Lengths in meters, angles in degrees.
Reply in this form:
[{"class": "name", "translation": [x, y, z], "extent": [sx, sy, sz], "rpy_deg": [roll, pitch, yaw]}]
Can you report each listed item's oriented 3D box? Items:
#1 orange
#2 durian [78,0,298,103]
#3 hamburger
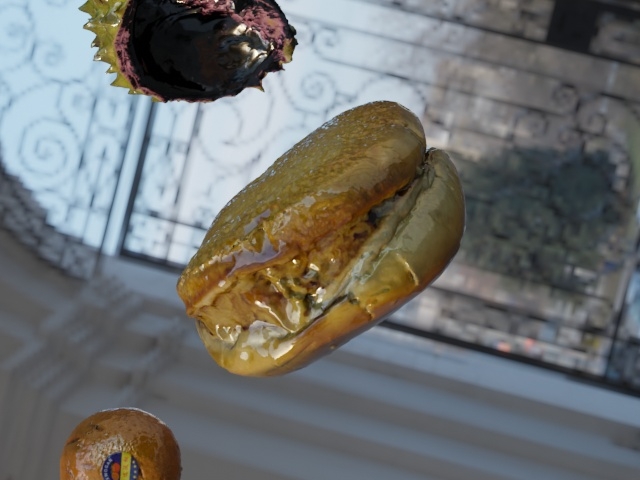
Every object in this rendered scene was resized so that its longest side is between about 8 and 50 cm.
[{"class": "orange", "translation": [-0.218, 0.249, 1.789], "extent": [0.117, 0.135, 0.136], "rpy_deg": [-175, 99, -84]}, {"class": "durian", "translation": [-0.097, -0.159, 0.967], "extent": [0.119, 0.108, 0.187], "rpy_deg": [-32, -30, -1]}, {"class": "hamburger", "translation": [0.000, 0.000, 1.565], "extent": [0.170, 0.289, 0.314], "rpy_deg": [55, -160, -14]}]
